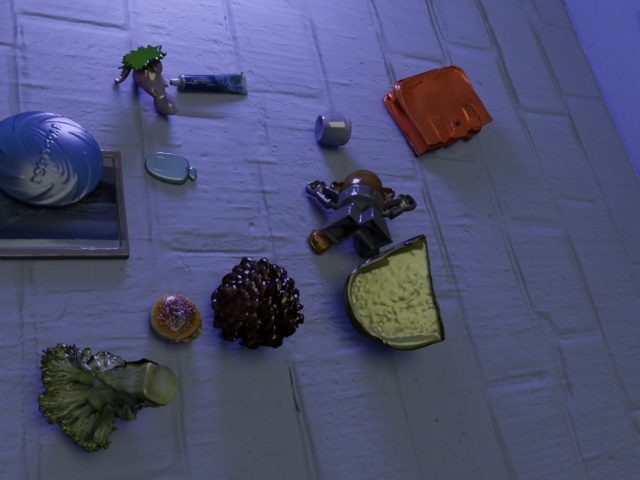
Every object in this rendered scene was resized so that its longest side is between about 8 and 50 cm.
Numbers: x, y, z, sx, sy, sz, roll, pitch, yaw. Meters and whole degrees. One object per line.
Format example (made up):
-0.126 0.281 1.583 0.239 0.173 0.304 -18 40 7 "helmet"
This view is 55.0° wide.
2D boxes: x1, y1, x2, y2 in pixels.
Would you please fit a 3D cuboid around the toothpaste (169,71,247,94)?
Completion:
-0.356 -0.504 1.970 0.269 0.047 0.069 -9 59 -36 "toothpaste"

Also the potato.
0.194 0.177 1.867 0.280 0.213 0.330 -9 80 -13 "potato"

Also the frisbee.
-0.710 -0.220 1.591 0.290 0.049 0.289 13 60 -23 "frisbee"

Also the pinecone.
-0.164 0.181 1.627 0.257 0.244 0.243 55 50 -21 "pinecone"

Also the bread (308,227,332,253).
0.000 0.000 1.917 0.081 0.046 0.083 18 57 -27 "bread"

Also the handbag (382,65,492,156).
0.458 -0.507 2.383 0.410 0.116 0.303 -25 80 -35 "handbag"

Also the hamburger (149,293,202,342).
-0.371 0.204 1.583 0.127 0.081 0.141 -33 84 -37 "hamburger"

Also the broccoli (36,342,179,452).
-0.427 0.332 1.333 0.221 0.362 0.251 -52 134 -43 "broccoli"

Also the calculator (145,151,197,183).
-0.433 -0.211 1.792 0.153 0.021 0.095 11 62 -21 "calculator"

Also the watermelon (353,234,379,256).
0.152 0.015 1.997 0.093 0.072 0.084 7 69 17 "watermelon"

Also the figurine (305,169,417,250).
0.129 -0.117 1.952 0.343 0.167 0.284 23 43 -16 "figurine"

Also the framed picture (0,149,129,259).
-0.728 -0.103 1.569 0.447 0.028 0.325 0 66 -30 "framed picture"

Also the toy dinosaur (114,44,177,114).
-0.495 -0.481 1.830 0.194 0.177 0.152 28 55 21 "toy dinosaur"

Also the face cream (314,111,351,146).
0.043 -0.377 2.084 0.104 0.117 0.117 1 66 -21 "face cream"
